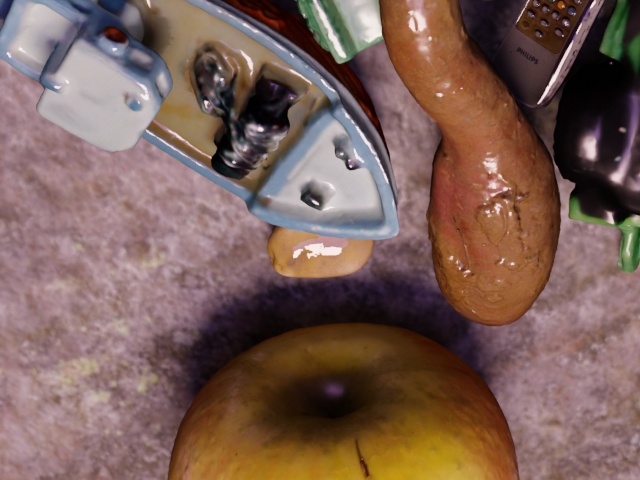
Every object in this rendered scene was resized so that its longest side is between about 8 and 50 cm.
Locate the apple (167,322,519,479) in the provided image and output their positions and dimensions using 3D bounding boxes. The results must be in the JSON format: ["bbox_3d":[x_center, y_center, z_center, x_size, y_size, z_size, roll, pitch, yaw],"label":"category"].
[{"bbox_3d":[0.019,0.203,0.988,0.286,0.286,0.233,-5,121,-2],"label":"apple"}]

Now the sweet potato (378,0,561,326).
[{"bbox_3d":[0.118,-0.046,0.916,0.109,0.109,0.385,-16,142,3],"label":"sweet potato"}]

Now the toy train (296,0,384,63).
[{"bbox_3d":[0.043,-0.271,0.862,0.202,0.145,0.266,-24,112,9],"label":"toy train"}]

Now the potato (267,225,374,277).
[{"bbox_3d":[0.000,0.000,1.015,0.083,0.062,0.068,-21,83,-19],"label":"potato"}]

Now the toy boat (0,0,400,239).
[{"bbox_3d":[-0.081,-0.098,0.909,0.332,0.133,0.145,30,133,-13],"label":"toy boat"}]

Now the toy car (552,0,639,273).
[{"bbox_3d":[0.302,-0.121,0.924,0.214,0.176,0.358,13,104,26],"label":"toy car"}]

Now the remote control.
[{"bbox_3d":[0.183,-0.190,0.868,0.028,0.059,0.212,-3,128,-49],"label":"remote control"}]
